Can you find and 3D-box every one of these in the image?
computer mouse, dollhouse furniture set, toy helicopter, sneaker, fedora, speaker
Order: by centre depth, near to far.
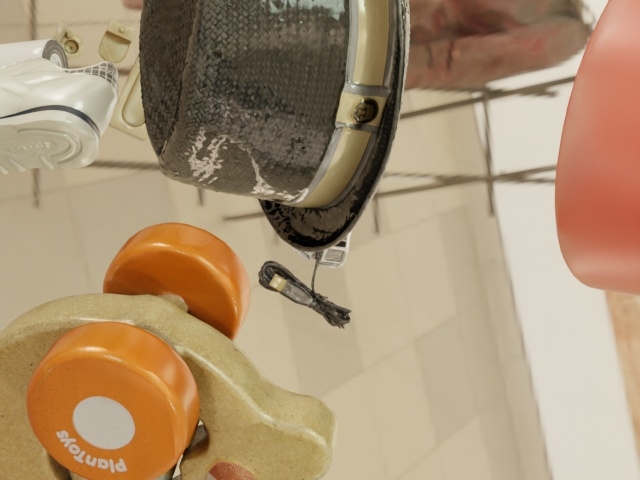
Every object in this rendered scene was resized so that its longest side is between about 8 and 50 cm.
[{"bbox_3d":[-0.059,0.179,0.704,0.355,0.235,0.140,43,28,-12],"label":"toy helicopter"},{"bbox_3d":[-0.059,-0.150,0.984,0.152,0.334,0.334,-3,83,-25],"label":"fedora"},{"bbox_3d":[-0.295,-0.120,1.121,0.090,0.235,0.095,67,31,-54],"label":"sneaker"},{"bbox_3d":[0.000,0.000,1.289,0.106,0.042,0.193,25,50,-10],"label":"computer mouse"},{"bbox_3d":[-0.343,-0.183,1.299,0.055,0.136,0.055,-2,90,-73],"label":"speaker"},{"bbox_3d":[-0.255,-0.193,1.440,0.151,0.123,0.144,25,84,-14],"label":"dollhouse furniture set"}]

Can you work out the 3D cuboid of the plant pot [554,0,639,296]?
[{"bbox_3d":[0.337,-0.061,0.860,0.275,0.243,0.275,-29,127,-46],"label":"plant pot"}]
